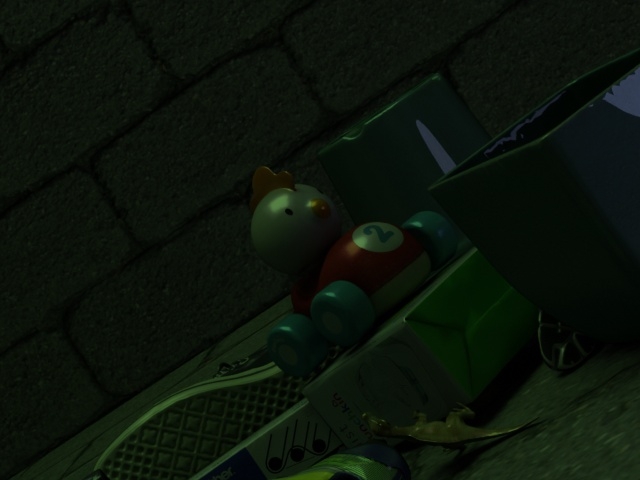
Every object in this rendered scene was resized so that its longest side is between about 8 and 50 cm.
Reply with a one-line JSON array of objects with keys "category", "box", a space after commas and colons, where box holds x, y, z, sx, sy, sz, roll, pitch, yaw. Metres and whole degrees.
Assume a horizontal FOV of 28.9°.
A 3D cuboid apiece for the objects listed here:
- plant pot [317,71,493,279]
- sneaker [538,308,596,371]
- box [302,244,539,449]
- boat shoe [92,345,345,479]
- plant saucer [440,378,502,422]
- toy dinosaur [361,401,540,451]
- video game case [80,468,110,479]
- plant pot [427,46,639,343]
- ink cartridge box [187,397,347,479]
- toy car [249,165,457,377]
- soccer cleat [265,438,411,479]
[{"category": "plant pot", "box": [0.187, -0.081, 2.108, 0.341, 0.334, 0.341, -33, 5, 3]}, {"category": "sneaker", "box": [0.276, 0.092, 1.403, 0.170, 0.068, 0.071, -71, -8, -52]}, {"category": "box", "box": [0.140, 0.118, 1.508, 0.262, 0.127, 0.231, -38, -2, -43]}, {"category": "boat shoe", "box": [-0.074, 0.238, 1.672, 0.500, 0.187, 0.156, -30, -2, -17]}, {"category": "plant saucer", "box": [0.174, 0.186, 1.451, 0.083, 0.013, 0.083, -34, 5, 4]}, {"category": "toy dinosaur", "box": [0.137, 0.202, 1.297, 0.183, 0.053, 0.092, -1, 0, 10]}, {"category": "video game case", "box": [-0.318, 0.413, 1.469, 0.274, 0.196, 0.026, -34, 29, -1]}, {"category": "plant pot", "box": [0.313, -0.036, 1.280, 0.247, 0.252, 0.248, -35, 5, -22]}, {"category": "ink cartridge box", "box": [-0.059, 0.285, 1.541, 0.207, 0.097, 0.046, -35, 4, -3]}, {"category": "toy car", "box": [0.000, 0.000, 1.522, 0.219, 0.238, 0.210, -38, 0, -40]}, {"category": "soccer cleat", "box": [-0.036, 0.297, 1.287, 0.289, 0.093, 0.121, -32, 8, 23]}]
